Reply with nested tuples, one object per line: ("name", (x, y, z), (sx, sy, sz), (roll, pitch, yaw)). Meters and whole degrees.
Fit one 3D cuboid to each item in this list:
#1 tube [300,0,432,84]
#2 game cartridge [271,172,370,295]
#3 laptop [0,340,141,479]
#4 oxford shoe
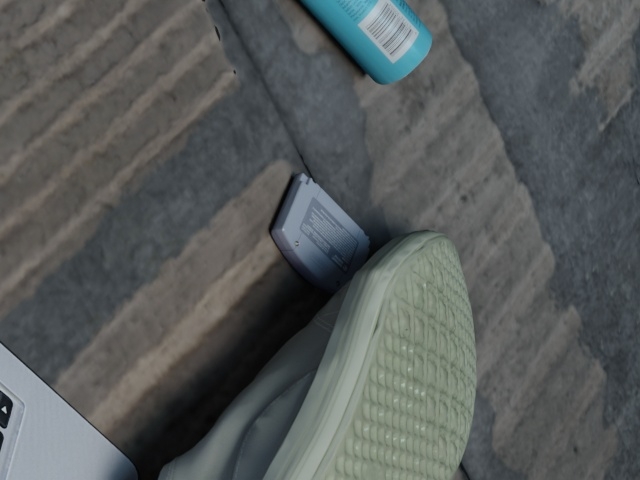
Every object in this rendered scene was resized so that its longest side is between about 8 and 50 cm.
("tube", (-0.004, -0.192, 1.039), (0.207, 0.052, 0.080), (46, 50, -30))
("game cartridge", (0.000, 0.000, 1.048), (0.083, 0.017, 0.056), (45, 52, -36))
("laptop", (-0.145, 0.112, 0.624), (0.408, 0.236, 0.382), (50, 32, -34))
("oxford shoe", (-0.001, 0.125, 0.962), (0.449, 0.130, 0.169), (-54, 130, -54))
